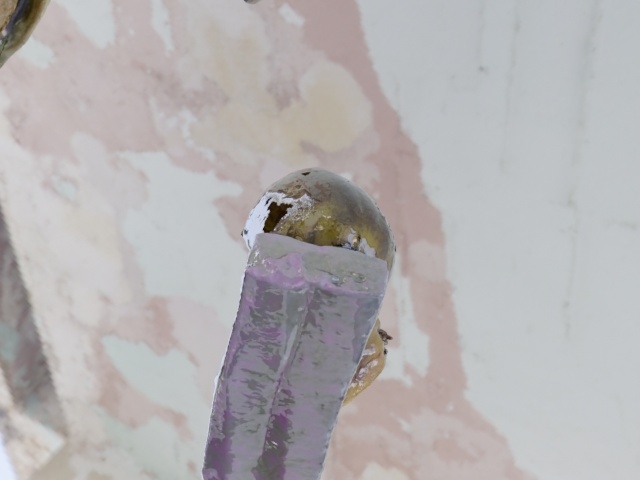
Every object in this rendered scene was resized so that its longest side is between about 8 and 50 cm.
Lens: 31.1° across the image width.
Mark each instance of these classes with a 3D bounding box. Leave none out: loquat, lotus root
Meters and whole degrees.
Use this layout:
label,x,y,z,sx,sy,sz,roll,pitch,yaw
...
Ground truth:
label,x,y,z,sx,sy,sz,roll,pitch,yaw
loquat,0.016,0.134,1.323,0.113,0.137,0.137,63,-34,16
lotus root,0.000,0.000,0.960,0.120,0.120,0.209,60,-6,-22

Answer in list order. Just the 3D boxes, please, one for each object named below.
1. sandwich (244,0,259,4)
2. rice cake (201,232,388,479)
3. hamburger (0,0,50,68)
label,x,y,z,sx,sy,sz,roll,pitch,yaw
sandwich,-0.079,-0.318,1.312,0.029,0.135,0.067,-27,-41,22
rice cake,-0.029,0.113,0.897,0.106,0.050,0.298,15,-45,1
hamburger,-0.330,-0.268,1.140,0.207,0.135,0.155,-37,-60,18
